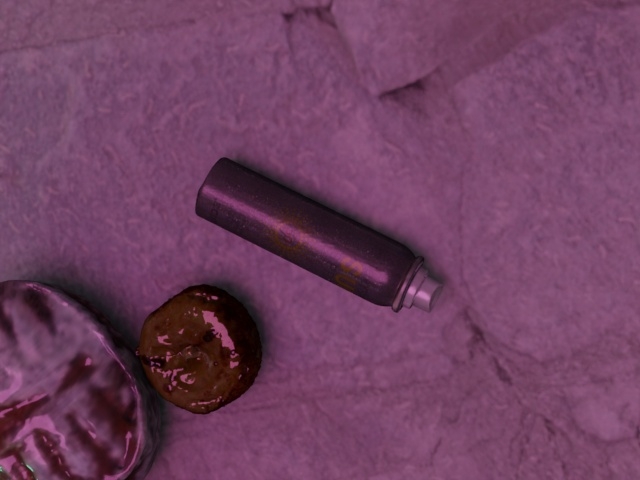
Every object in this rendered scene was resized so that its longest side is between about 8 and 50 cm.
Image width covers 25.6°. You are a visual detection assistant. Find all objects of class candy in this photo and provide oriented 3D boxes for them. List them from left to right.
[{"bbox_3d":[-0.312,0.175,1.603,0.214,0.157,0.289,-41,83,0],"label":"candy"}]

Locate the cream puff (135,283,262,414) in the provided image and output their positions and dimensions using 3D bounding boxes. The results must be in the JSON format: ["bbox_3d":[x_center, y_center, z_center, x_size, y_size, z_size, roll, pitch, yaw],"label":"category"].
[{"bbox_3d":[-0.133,0.120,1.591,0.149,0.084,0.149,3,99,19],"label":"cream puff"}]

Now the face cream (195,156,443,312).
[{"bbox_3d":[0.000,0.000,1.535,0.283,0.073,0.073,26,106,9],"label":"face cream"}]
